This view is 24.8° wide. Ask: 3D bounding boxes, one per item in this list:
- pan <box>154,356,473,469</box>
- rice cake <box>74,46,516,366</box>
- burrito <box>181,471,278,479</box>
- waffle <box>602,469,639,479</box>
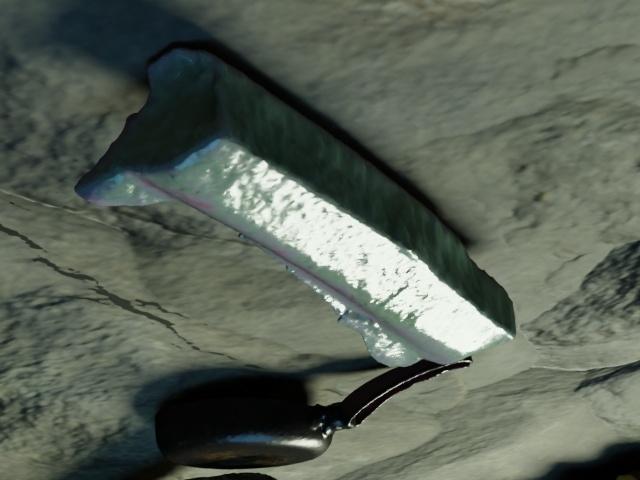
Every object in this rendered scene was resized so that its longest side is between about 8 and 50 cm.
[{"bbox_3d":[-0.002,0.111,0.909,0.212,0.040,0.115,-16,158,17],"label":"pan"},{"bbox_3d":[0.003,-0.001,0.668,0.081,0.051,0.290,-30,147,20],"label":"rice cake"},{"bbox_3d":[-0.088,0.192,1.002,0.229,0.058,0.063,-20,153,39],"label":"burrito"},{"bbox_3d":[0.284,0.259,1.265,0.325,0.068,0.302,6,150,-24],"label":"waffle"}]
